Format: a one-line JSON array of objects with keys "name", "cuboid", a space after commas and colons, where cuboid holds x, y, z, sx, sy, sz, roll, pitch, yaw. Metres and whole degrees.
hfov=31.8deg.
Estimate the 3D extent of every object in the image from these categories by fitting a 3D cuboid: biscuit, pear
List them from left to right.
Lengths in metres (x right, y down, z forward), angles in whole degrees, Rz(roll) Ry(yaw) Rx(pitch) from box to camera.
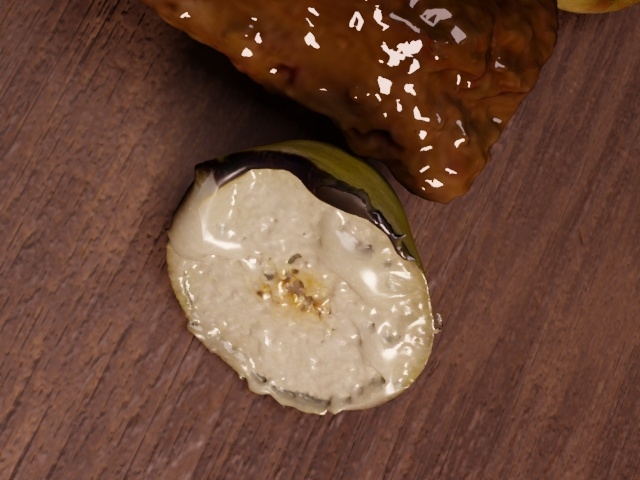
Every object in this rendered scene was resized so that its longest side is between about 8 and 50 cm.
[{"name": "pear", "cuboid": [0.000, 0.002, 0.981, 0.267, 0.267, 0.178, 42, 39, -11]}, {"name": "biscuit", "cuboid": [0.019, -0.266, 0.960, 0.395, 0.166, 0.343, 32, 41, -15]}]

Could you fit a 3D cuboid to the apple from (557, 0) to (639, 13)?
[{"name": "apple", "cuboid": [0.277, -0.315, 1.125, 0.182, 0.182, 0.155, -10, 71, -22]}]
